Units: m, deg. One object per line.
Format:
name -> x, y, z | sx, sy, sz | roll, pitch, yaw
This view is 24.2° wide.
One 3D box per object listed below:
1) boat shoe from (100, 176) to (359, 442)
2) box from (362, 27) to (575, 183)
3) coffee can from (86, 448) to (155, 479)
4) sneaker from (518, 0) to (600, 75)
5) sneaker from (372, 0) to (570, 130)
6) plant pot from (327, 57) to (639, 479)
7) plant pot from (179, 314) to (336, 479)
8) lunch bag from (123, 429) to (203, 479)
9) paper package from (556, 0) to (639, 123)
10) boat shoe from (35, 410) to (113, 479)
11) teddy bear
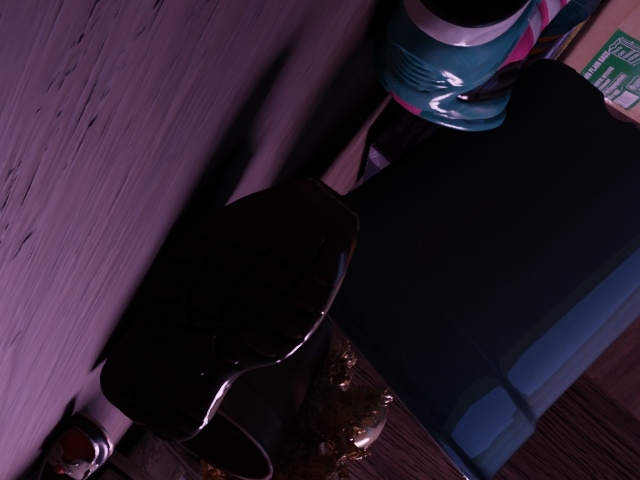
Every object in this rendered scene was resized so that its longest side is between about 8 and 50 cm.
boat shoe -> -0.069, 0.040, 1.169 | 0.324, 0.122, 0.120 | -43, -173, 47
box -> 0.204, -0.199, 1.783 | 0.395, 0.097, 0.318 | -50, 173, -9
coffee can -> -0.246, 0.362, 1.464 | 0.275, 0.201, 0.201 | -47, 175, -19
sneaker -> 0.176, -0.202, 1.396 | 0.121, 0.108, 0.302 | -51, 179, 2
sneaker -> 0.144, -0.184, 1.186 | 0.295, 0.124, 0.178 | -37, 164, -38
plant pot -> 0.177, 0.018, 1.485 | 0.334, 0.341, 0.341 | -40, 175, -2
plant pot -> -0.078, 0.131, 1.525 | 0.165, 0.167, 0.167 | -56, 178, -27
lunch bag -> -0.182, 0.337, 1.911 | 0.305, 0.212, 0.256 | -52, 158, 25
paper package -> 0.473, -0.370, 2.016 | 0.309, 0.168, 0.325 | -67, -175, -31
boat shoe -> -0.220, 0.192, 1.317 | 0.043, 0.049, 0.137 | -43, 177, -34
teddy bear -> -0.041, 0.213, 1.619 | 0.245, 0.113, 0.338 | -57, -161, 3
